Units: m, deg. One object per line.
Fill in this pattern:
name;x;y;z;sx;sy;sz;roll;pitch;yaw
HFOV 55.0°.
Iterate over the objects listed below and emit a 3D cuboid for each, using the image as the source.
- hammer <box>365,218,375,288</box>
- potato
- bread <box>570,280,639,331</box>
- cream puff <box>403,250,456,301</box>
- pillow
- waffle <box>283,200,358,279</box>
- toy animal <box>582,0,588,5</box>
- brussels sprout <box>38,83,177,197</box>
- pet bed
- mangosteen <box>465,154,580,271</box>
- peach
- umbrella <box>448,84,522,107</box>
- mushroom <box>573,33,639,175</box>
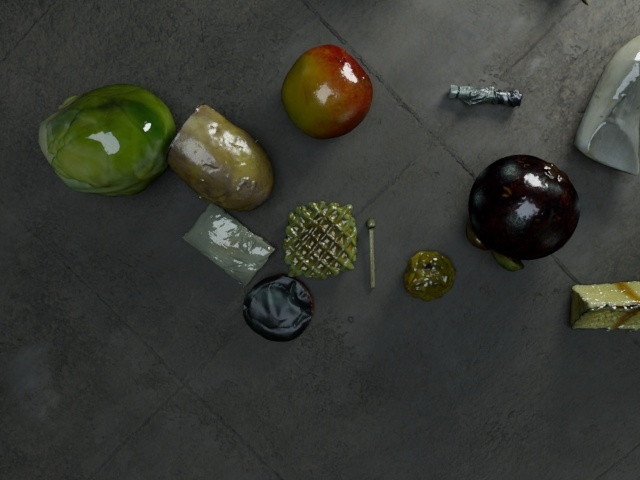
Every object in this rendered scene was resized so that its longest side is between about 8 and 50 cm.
hammer;0.141;0.040;1.677;0.028;0.060;0.195;-3;101;4
potato;-0.244;-0.191;1.609;0.266;0.229;0.229;30;98;-4
bread;0.796;0.169;1.610;0.266;0.141;0.178;0;137;3
cream puff;0.289;0.097;1.641;0.146;0.116;0.146;1;97;8
pillow;-0.253;0.009;1.705;0.230;0.050;0.148;38;94;2
waffle;0.000;0.000;1.680;0.208;0.054;0.214;-4;91;8
toy animal;0.647;-0.677;1.501;0.160;0.272;0.197;-25;89;-29
brussels sprout;-0.538;-0.254;1.596;0.344;0.344;0.268;-13;130;6
pet bed;-0.114;0.188;1.714;0.201;0.053;0.201;1;97;6
mangosteen;0.495;-0.070;1.533;0.288;0.288;0.288;1;97;4
peach;0.017;-0.375;1.560;0.231;0.231;0.231;1;97;4
umbrella;0.430;-0.376;1.603;0.188;0.046;0.050;9;54;3
mushroom;0.778;-0.378;1.540;0.177;0.126;0.397;19;98;-8
